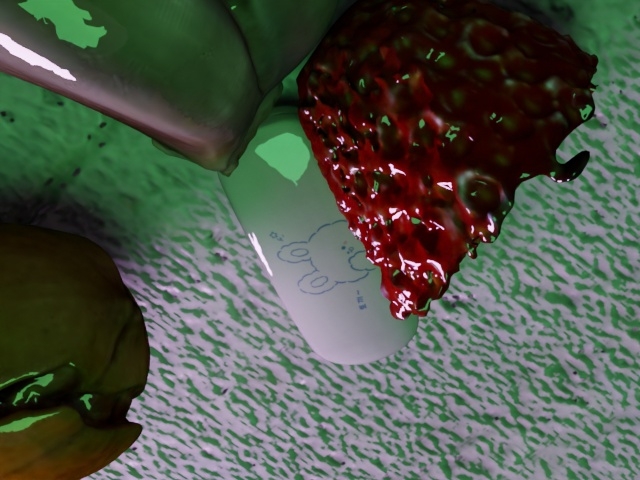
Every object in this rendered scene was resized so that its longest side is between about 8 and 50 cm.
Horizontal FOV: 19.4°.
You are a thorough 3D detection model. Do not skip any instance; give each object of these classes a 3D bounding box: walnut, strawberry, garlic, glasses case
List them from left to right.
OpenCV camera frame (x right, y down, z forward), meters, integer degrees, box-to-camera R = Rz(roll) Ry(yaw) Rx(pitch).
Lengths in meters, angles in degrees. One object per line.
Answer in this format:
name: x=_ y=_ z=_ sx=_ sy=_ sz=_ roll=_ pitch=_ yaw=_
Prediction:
walnut: x=-0.279 y=0.098 z=1.362 sx=0.336 sy=0.209 sz=0.209 roll=-9 pitch=128 yaw=18
garlic: x=-0.141 y=-0.201 z=1.161 sx=0.340 sy=0.246 sz=0.231 roll=30 pitch=88 yaw=-13
glasses case: x=0.000 y=0.000 z=1.374 sx=0.092 sy=0.059 sz=0.233 roll=-17 pitch=125 yaw=13
strawberry: x=0.067 y=-0.074 z=1.241 sx=0.178 sy=0.234 sz=0.234 roll=37 pitch=120 yaw=-3
